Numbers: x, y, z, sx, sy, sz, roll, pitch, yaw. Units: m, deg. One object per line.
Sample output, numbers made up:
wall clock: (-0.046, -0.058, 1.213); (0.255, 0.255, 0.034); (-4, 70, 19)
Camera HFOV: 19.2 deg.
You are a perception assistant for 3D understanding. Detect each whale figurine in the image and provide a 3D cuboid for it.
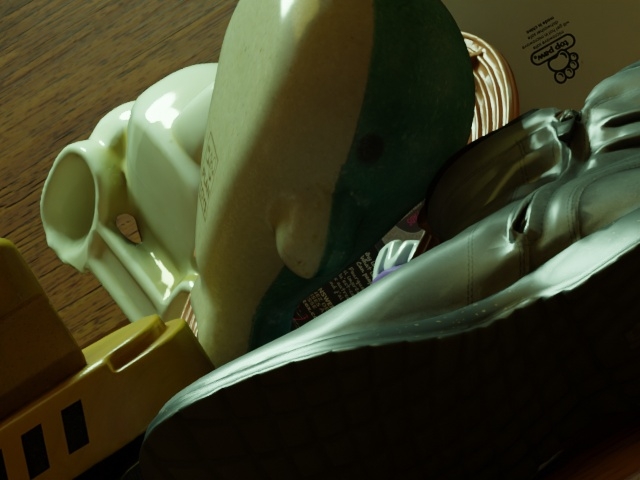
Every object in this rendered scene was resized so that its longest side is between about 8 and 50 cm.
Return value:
whale figurine: (0.002, -0.037, 1.124); (0.216, 0.141, 0.272); (-110, 34, -59)

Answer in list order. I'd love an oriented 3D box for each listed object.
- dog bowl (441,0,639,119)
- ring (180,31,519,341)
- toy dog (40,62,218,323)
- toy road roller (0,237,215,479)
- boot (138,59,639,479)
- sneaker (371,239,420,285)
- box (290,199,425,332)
dog bowl: (0.195, -0.161, 1.621); (0.265, 0.265, 0.104); (-31, 7, 1)
ring: (0.000, 0.000, 1.233); (0.336, 0.032, 0.336); (-42, 28, 28)
toy dog: (-0.017, -0.088, 1.801); (0.408, 0.284, 0.395); (-24, -36, -34)
toy road roller: (-0.207, 0.146, 1.075); (0.329, 0.241, 0.202); (-32, 4, -15)
boot: (0.073, 0.031, 0.971); (0.338, 0.118, 0.223); (-20, 25, 5)
sneaker: (0.092, 0.052, 1.139); (0.104, 0.095, 0.236); (-51, 19, -28)
box: (0.065, -0.010, 1.465); (0.142, 0.163, 0.247); (-30, 5, 39)
